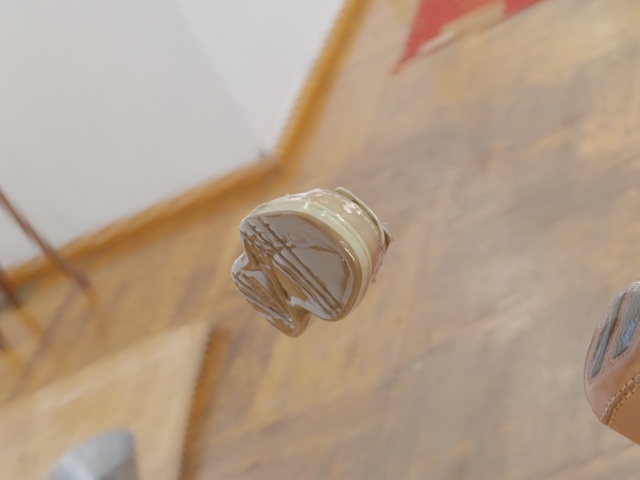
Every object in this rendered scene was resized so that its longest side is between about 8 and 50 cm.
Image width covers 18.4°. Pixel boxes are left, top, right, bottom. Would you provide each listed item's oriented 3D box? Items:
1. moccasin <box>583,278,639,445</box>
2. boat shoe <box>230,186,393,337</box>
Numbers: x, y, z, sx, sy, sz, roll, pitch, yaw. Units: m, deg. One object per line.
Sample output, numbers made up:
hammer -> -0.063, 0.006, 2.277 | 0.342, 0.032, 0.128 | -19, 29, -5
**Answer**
moccasin -> 0.344, 0.120, 1.155 | 0.139, 0.380, 0.147 | -62, 11, -22
boat shoe -> 0.000, 0.000, 1.757 | 0.110, 0.121, 0.341 | -43, 2, -15
